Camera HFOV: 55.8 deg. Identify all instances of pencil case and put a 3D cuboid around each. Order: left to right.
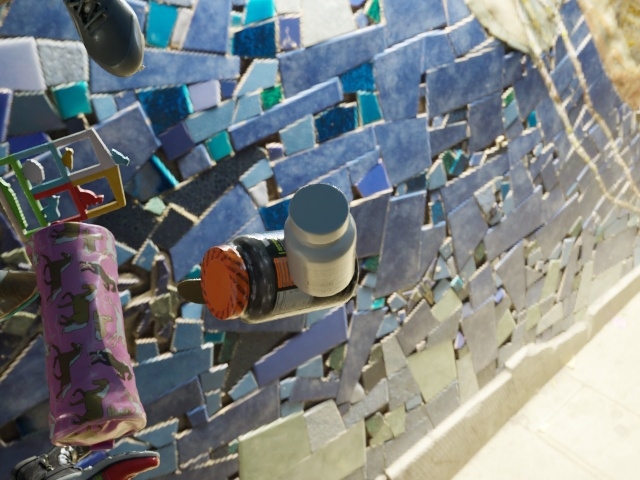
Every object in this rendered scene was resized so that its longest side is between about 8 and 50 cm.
[{"bbox_3d":[-0.409,0.160,1.047,0.160,0.167,0.386,-24,66,10],"label":"pencil case"}]

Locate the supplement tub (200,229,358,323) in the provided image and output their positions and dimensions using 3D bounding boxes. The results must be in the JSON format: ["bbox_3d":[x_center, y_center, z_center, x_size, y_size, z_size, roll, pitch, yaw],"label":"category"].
[{"bbox_3d":[-0.094,0.078,1.416,0.337,0.207,0.207,-6,22,-38],"label":"supplement tub"}]

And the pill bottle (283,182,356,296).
[{"bbox_3d":[0.000,0.000,1.102,0.131,0.229,0.131,-1,61,1],"label":"pill bottle"}]

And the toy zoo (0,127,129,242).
[{"bbox_3d":[-0.580,-0.134,1.384,0.293,0.192,0.030,-20,21,-8],"label":"toy zoo"}]

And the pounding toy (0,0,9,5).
[{"bbox_3d":[-0.475,-0.389,0.871,0.206,0.094,0.181,3,65,42],"label":"pounding toy"}]

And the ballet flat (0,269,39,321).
[{"bbox_3d":[-0.733,0.127,1.319,0.342,0.124,0.116,-26,30,35],"label":"ballet flat"}]

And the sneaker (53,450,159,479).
[{"bbox_3d":[-0.500,0.578,1.399,0.278,0.107,0.118,-21,66,-15],"label":"sneaker"}]

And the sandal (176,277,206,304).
[{"bbox_3d":[-0.307,0.136,1.801,0.239,0.088,0.079,6,32,-17],"label":"sandal"}]

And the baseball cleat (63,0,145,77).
[{"bbox_3d":[-0.257,-0.259,0.614,0.072,0.206,0.109,-34,-11,20],"label":"baseball cleat"}]

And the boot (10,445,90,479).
[{"bbox_3d":[-0.669,0.607,1.604,0.228,0.091,0.263,-2,17,44],"label":"boot"}]
